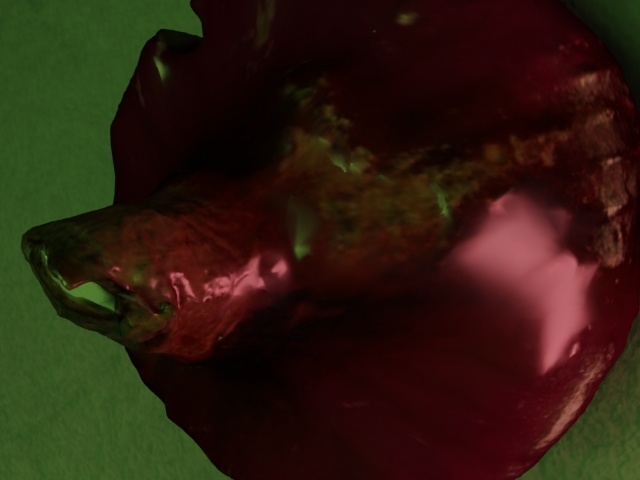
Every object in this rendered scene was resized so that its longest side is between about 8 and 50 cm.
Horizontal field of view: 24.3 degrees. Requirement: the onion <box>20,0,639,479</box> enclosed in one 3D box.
[{"bbox_3d":[0.000,0.000,0.922,0.398,0.420,0.398,4,99,25],"label":"onion"}]
